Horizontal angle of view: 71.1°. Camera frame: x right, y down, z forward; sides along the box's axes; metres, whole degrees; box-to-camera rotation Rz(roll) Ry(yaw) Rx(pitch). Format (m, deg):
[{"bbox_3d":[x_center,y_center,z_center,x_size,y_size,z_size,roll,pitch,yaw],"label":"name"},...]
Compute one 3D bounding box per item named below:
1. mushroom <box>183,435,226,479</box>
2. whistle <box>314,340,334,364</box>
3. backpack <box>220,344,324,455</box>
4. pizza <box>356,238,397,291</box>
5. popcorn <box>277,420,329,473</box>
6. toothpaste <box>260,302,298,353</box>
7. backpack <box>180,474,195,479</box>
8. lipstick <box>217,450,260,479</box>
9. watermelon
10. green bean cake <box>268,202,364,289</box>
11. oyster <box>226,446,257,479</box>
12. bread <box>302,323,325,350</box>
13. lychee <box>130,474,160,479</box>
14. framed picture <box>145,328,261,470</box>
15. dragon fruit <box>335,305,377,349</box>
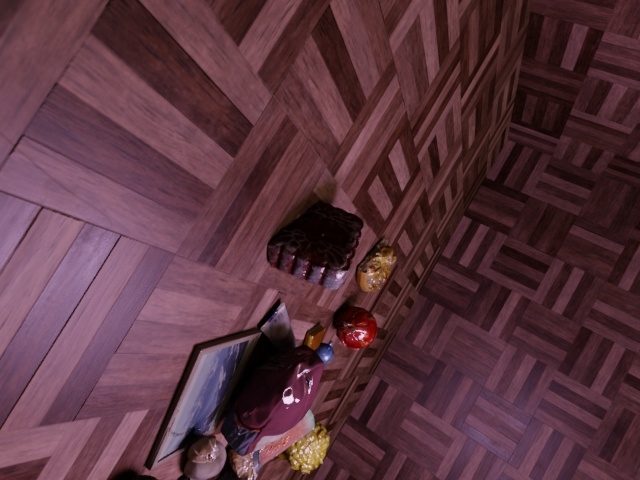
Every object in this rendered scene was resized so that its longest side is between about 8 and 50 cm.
[{"bbox_3d":[-0.301,0.582,1.197,0.116,0.093,0.225,-23,157,-35],"label":"mushroom"},{"bbox_3d":[-0.001,0.448,1.710,0.158,0.090,0.090,-53,156,-15],"label":"whistle"},{"bbox_3d":[-0.124,0.427,1.267,0.283,0.197,0.317,-25,148,-52],"label":"backpack"},{"bbox_3d":[0.239,0.114,1.828,0.223,0.089,0.323,-55,157,-6],"label":"pizza"},{"bbox_3d":[-0.080,0.860,1.908,0.237,0.251,0.205,13,81,-33],"label":"popcorn"},{"bbox_3d":[-0.109,0.300,1.342,0.100,0.066,0.323,-48,150,-25],"label":"toothpaste"},{"bbox_3d":[-0.406,0.810,1.131,0.353,0.201,0.378,-51,158,-20],"label":"backpack"},{"bbox_3d":[-0.287,0.821,1.554,0.290,0.076,0.077,-28,140,-52],"label":"lipstick"},{"bbox_3d":[-0.151,0.675,1.596,0.257,0.140,0.192,-38,129,-34],"label":"watermelon"},{"bbox_3d":[0.000,0.000,1.132,0.097,0.199,0.232,108,8,-45],"label":"green bean cake"},{"bbox_3d":[-0.247,0.755,1.462,0.107,0.161,0.232,-6,93,-20],"label":"oyster"},{"bbox_3d":[-0.027,0.358,1.611,0.090,0.035,0.094,-24,138,-55],"label":"bread"},{"bbox_3d":[-0.399,0.602,0.973,0.171,0.171,0.171,-46,153,-32],"label":"lychee"},{"bbox_3d":[-0.285,0.386,1.123,0.247,0.022,0.335,2,115,-65],"label":"framed picture"},{"bbox_3d":[0.142,0.349,1.784,0.172,0.172,0.209,-63,166,4],"label":"dragon fruit"}]
